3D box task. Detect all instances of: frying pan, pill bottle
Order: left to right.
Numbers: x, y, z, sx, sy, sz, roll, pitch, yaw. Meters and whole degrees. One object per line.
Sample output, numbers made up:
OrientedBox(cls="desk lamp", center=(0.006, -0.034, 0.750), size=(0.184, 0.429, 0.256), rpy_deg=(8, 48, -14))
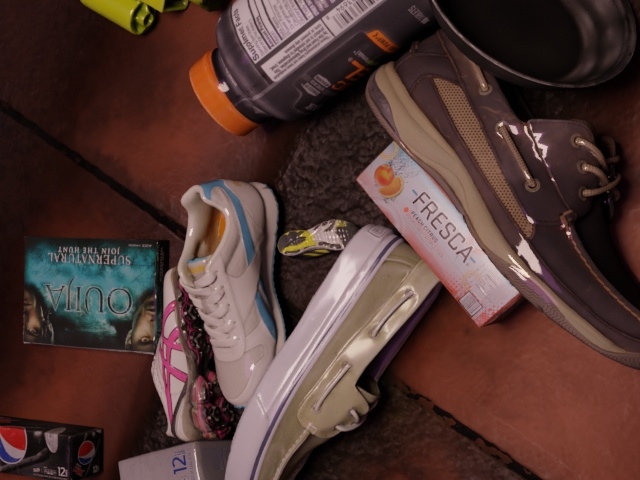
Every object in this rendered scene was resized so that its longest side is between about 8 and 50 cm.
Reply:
OrientedBox(cls="pill bottle", center=(-0.008, -0.200, 0.908), size=(0.245, 0.130, 0.130), rpy_deg=(-34, 76, 22))
OrientedBox(cls="frying pan", center=(0.120, -0.238, 0.814), size=(0.326, 0.197, 0.053), rpy_deg=(37, 144, 5))

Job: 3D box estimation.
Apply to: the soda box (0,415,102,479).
OrientedBox(cls="soda box", center=(-0.333, 0.236, 1.103), size=(0.169, 0.060, 0.053), rpy_deg=(0, 89, 26))

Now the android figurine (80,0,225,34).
OrientedBox(cls="android figurine", center=(-0.201, -0.353, 1.017), size=(0.273, 0.056, 0.248), rpy_deg=(33, 123, 20))

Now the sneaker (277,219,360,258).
OrientedBox(cls="sneaker", center=(0.000, 0.000, 0.960), size=(0.083, 0.035, 0.031), rpy_deg=(-7, 75, 5))

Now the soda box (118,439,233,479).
OrientedBox(cls="soda box", center=(-0.116, 0.345, 0.939), size=(0.098, 0.091, 0.286), rpy_deg=(-19, 73, 23))

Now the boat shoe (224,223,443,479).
OrientedBox(cls="boat shoe", center=(0.010, 0.131, 0.913), size=(0.094, 0.109, 0.302), rpy_deg=(32, 101, 20))

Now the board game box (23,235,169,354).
OrientedBox(cls="board game box", center=(-0.255, 0.059, 1.084), size=(0.186, 0.026, 0.126), rpy_deg=(1, 90, 26))

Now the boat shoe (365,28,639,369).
OrientedBox(cls="boat shoe", center=(0.184, -0.050, 0.815), size=(0.130, 0.132, 0.355), rpy_deg=(-45, 73, 19))

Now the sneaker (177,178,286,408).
OrientedBox(cls="sneaker", center=(-0.094, 0.053, 0.959), size=(0.087, 0.092, 0.229), rpy_deg=(-10, 82, 44))

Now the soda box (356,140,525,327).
OrientedBox(cls="soda box", center=(0.117, -0.008, 0.883), size=(0.058, 0.063, 0.183), rpy_deg=(-44, 73, 19))

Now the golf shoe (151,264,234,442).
OrientedBox(cls="golf shoe", center=(-0.149, 0.119, 1.010), size=(0.086, 0.067, 0.186), rpy_deg=(-9, 86, 27))
